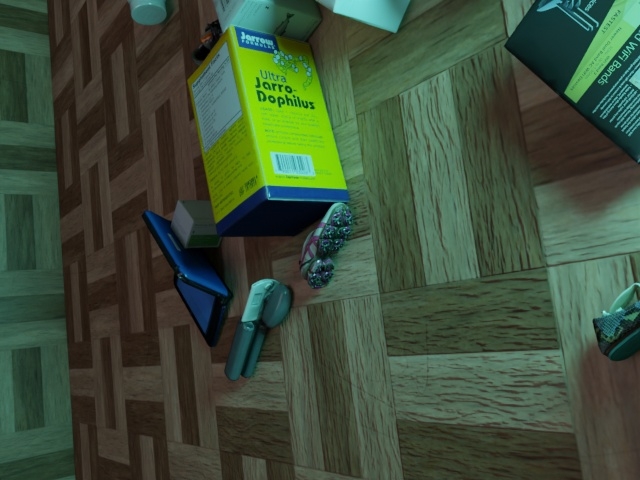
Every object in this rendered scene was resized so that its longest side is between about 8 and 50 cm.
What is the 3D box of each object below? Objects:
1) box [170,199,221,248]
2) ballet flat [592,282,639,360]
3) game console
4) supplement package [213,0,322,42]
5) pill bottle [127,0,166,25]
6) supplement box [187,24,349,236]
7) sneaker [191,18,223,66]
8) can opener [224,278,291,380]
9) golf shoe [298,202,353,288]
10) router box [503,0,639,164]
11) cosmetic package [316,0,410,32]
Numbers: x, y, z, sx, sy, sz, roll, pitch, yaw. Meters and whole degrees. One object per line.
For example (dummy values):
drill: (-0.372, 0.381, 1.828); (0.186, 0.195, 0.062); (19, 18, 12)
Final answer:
box: (-0.309, -0.042, 1.508); (0.102, 0.101, 0.087); (47, 125, 38)
ballet flat: (0.384, 0.065, 0.670); (0.188, 0.070, 0.070); (-48, 55, 36)
game console: (-0.366, 0.100, 1.537); (0.173, 0.250, 0.293); (-49, 50, 7)
supplement package: (-0.106, -0.463, 1.182); (0.105, 0.179, 0.105); (-41, 59, 44)
pill bottle: (-0.517, -0.757, 1.744); (0.121, 0.121, 0.221); (-27, 69, 48)
supplement box: (-0.110, -0.205, 1.181); (0.194, 0.195, 0.357); (-30, 68, 48)
sneaker: (-0.207, -0.480, 1.370); (0.271, 0.108, 0.100); (-39, 59, 43)
can opener: (-0.148, 0.207, 1.330); (0.093, 0.074, 0.280); (47, 126, 39)
golf shoe: (0.000, 0.000, 1.146); (0.086, 0.067, 0.186); (50, 127, 41)
router box: (0.385, -0.274, 0.645); (0.309, 0.081, 0.243); (-57, 49, 35)
cosmetic package: (0.021, -0.535, 1.045); (0.365, 0.155, 0.197); (49, 126, 41)
